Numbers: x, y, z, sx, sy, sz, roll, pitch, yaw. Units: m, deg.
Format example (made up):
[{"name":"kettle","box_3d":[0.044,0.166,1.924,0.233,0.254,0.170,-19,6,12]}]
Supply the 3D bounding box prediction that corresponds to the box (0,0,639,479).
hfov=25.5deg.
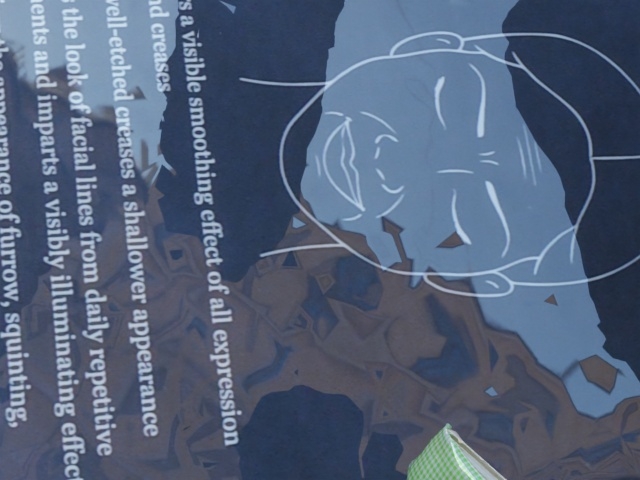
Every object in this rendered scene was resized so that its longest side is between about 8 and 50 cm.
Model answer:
[{"name":"box","box_3d":[0.000,0.000,0.685,0.396,0.293,0.212,-2,-17,-15]}]

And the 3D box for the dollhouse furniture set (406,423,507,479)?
[{"name":"dollhouse furniture set","box_3d":[0.058,0.135,0.450,0.152,0.059,0.076,41,-67,28]}]
